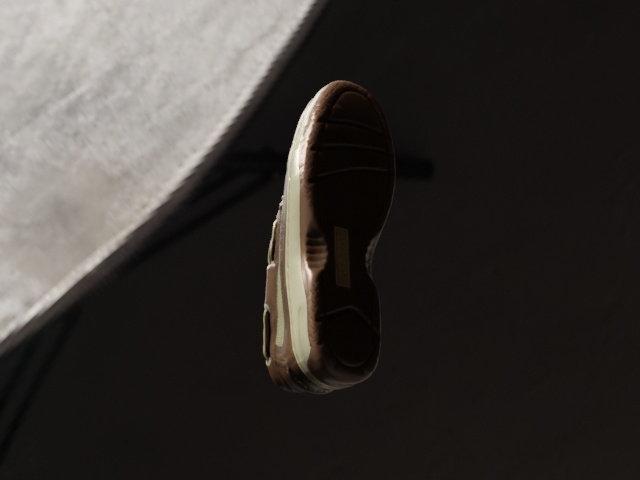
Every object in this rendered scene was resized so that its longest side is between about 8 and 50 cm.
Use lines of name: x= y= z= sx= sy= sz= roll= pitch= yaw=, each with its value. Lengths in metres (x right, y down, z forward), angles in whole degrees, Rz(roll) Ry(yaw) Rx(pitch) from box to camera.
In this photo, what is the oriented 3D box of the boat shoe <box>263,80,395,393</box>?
boat shoe: x=-0.007 y=-0.003 z=1.183 sx=0.095 sy=0.095 sz=0.257 roll=-28 pitch=47 yaw=48
